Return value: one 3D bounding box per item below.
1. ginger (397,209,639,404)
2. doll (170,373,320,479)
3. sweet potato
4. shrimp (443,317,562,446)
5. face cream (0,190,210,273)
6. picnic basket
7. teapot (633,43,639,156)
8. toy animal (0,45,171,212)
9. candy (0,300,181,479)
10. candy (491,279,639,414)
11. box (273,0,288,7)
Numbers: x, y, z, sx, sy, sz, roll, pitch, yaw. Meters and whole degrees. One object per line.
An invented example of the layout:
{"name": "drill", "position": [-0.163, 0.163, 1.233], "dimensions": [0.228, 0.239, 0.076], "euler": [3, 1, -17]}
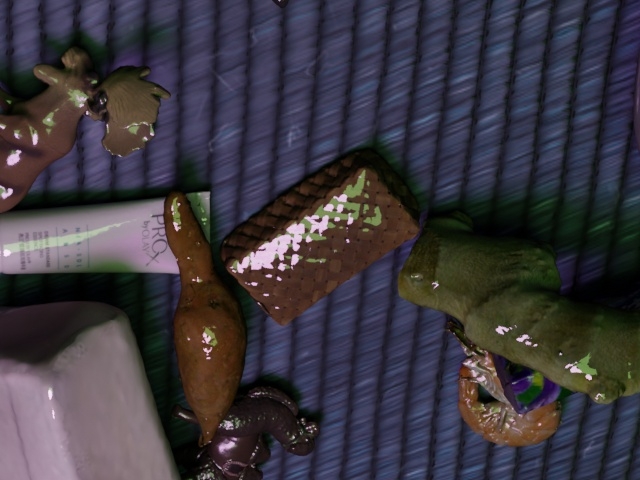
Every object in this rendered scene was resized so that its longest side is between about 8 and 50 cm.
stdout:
{"name": "ginger", "position": [0.205, 0.060, 1.478], "dimensions": [0.290, 0.137, 0.089], "euler": [32, 128, 29]}
{"name": "doll", "position": [-0.088, 0.206, 1.620], "dimensions": [0.165, 0.057, 0.139], "euler": [13, 112, -15]}
{"name": "sweet potato", "position": [-0.110, 0.071, 1.526], "dimensions": [0.075, 0.075, 0.269], "euler": [-7, 111, 0]}
{"name": "shrimp", "position": [0.178, 0.147, 1.622], "dimensions": [0.099, 0.041, 0.180], "euler": [-27, 117, 25]}
{"name": "face cream", "position": [-0.227, 0.000, 1.510], "dimensions": [0.244, 0.058, 0.092], "euler": [-3, 119, -10]}
{"name": "picnic basket", "position": [0.000, 0.000, 1.523], "dimensions": [0.193, 0.055, 0.110], "euler": [-34, 113, 15]}
{"name": "teapot", "position": [0.421, -0.145, 1.410], "dimensions": [0.315, 0.233, 0.312], "euler": [-11, 128, -30]}
{"name": "toy animal", "position": [-0.253, -0.106, 1.443], "dimensions": [0.186, 0.094, 0.214], "euler": [32, 117, -13]}
{"name": "candy", "position": [-0.246, 0.232, 1.533], "dimensions": [0.208, 0.145, 0.358], "euler": [3, 121, 35]}
{"name": "candy", "position": [0.319, 0.081, 1.544], "dimensions": [0.312, 0.088, 0.061], "euler": [-20, 116, -3]}
{"name": "box", "position": [-0.033, -0.389, 1.196], "dimensions": [0.345, 0.204, 0.251], "euler": [43, 76, -21]}
